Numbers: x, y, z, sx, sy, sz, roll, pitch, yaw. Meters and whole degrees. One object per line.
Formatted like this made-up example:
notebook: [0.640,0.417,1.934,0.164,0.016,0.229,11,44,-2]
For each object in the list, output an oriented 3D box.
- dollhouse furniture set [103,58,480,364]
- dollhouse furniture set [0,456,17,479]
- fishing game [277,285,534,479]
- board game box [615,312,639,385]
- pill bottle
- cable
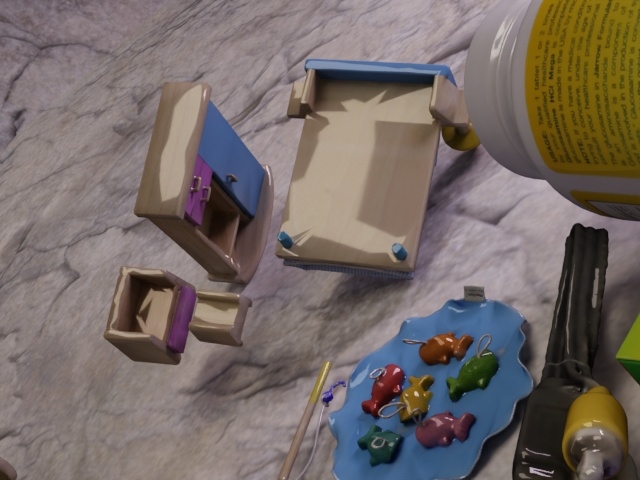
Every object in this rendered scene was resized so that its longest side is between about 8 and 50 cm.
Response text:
dollhouse furniture set: [0.000,0.000,1.085,0.303,0.198,0.286,4,71,19]
dollhouse furniture set: [-0.196,0.283,0.743,0.161,0.242,0.212,-18,36,43]
fishing game: [0.075,0.107,0.838,0.264,0.041,0.189,-15,38,43]
board game box: [0.248,0.077,0.564,0.181,0.092,0.043,0,49,56]
pill bottle: [0.238,-0.101,0.690,0.188,0.188,0.334,-52,25,-14]
cable: [0.162,0.103,0.681,0.072,0.139,0.287,7,30,17]
